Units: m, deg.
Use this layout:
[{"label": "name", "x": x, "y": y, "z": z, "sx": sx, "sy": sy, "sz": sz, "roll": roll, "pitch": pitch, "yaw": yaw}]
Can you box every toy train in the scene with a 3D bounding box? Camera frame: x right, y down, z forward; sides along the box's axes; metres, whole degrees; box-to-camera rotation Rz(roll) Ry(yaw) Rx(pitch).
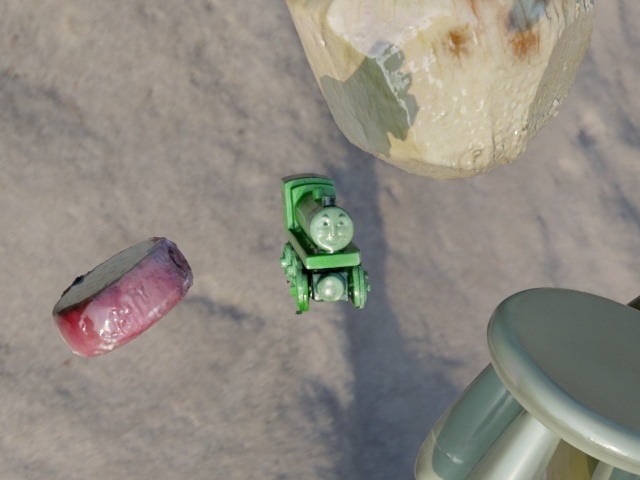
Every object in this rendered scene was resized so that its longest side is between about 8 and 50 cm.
[{"label": "toy train", "x": 0.000, "y": 0.000, "z": 1.587, "sx": 0.085, "sy": 0.251, "sz": 0.119, "roll": -4, "pitch": 98, "yaw": -6}]

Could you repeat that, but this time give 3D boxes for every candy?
[{"label": "candy", "x": -0.139, "y": 0.038, "z": 1.072, "sx": 0.103, "sy": 0.103, "sz": 0.043, "roll": -44, "pitch": 108, "yaw": -30}]

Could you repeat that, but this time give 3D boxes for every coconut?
[{"label": "coconut", "x": 0.145, "y": -0.293, "z": 1.881, "sx": 0.415, "sy": 0.345, "sz": 0.415, "roll": -5, "pitch": 90, "yaw": -65}]

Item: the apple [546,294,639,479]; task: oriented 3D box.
[{"label": "apple", "x": 0.411, "y": 0.227, "z": 1.347, "sx": 0.474, "sy": 0.473, "sz": 0.473, "roll": 8, "pitch": 69, "yaw": -22}]

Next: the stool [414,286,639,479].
[{"label": "stool", "x": 0.175, "y": 0.164, "z": 1.086, "sx": 0.195, "sy": 0.198, "sz": 0.195, "roll": 21, "pitch": 25, "yaw": -5}]
